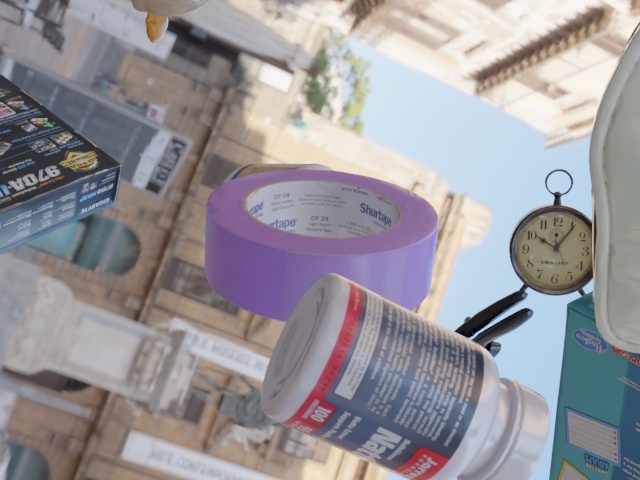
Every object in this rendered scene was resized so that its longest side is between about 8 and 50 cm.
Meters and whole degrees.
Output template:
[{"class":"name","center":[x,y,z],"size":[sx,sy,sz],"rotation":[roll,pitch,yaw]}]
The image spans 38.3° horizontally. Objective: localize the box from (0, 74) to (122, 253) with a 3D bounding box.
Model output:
[{"class":"box","center":[-0.314,-0.060,0.800],"size":[0.220,0.175,0.051],"rotation":[-32,150,-47]}]

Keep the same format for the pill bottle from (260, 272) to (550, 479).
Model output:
[{"class":"pill bottle","center":[0.060,0.106,0.633],"size":[0.108,0.180,0.108],"rotation":[-59,-168,21]}]

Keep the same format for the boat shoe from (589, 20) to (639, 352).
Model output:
[{"class":"boat shoe","center":[0.246,-0.053,0.663],"size":[0.091,0.109,0.305],"rotation":[-71,160,-48]}]

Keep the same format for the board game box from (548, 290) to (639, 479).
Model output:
[{"class":"board game box","center":[0.331,0.238,0.837],"size":[0.254,0.079,0.336],"rotation":[31,-49,46]}]

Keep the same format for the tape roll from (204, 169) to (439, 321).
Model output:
[{"class":"tape roll","center":[0.000,0.000,1.100],"size":[0.275,0.274,0.090],"rotation":[-105,-162,-66]}]

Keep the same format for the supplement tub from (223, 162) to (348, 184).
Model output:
[{"class":"supplement tub","center":[-0.044,-0.046,1.400],"size":[0.199,0.144,0.144],"rotation":[5,-109,43]}]

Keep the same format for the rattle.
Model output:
[{"class":"rattle","center":[-0.170,-0.346,1.357],"size":[0.130,0.199,0.143],"rotation":[-92,177,-53]}]

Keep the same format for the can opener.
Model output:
[{"class":"can opener","center":[0.222,0.118,1.236],"size":[0.059,0.073,0.186],"rotation":[66,-34,24]}]

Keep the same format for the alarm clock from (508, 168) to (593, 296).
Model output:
[{"class":"alarm clock","center":[0.339,-0.008,1.327],"size":[0.064,0.129,0.192],"rotation":[-44,137,-76]}]
